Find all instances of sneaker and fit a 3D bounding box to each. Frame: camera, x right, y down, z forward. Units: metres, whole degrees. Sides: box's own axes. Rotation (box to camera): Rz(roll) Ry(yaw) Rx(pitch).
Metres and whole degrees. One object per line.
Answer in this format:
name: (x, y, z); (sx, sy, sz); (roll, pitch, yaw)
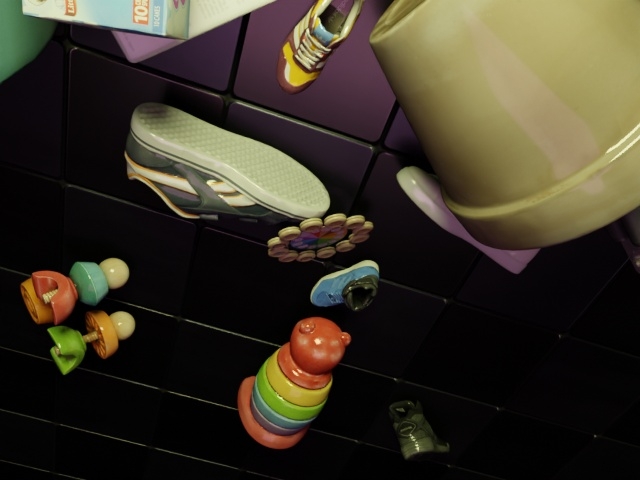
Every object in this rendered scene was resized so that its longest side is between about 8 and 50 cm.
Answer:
sneaker: (-0.148, -0.094, 0.805); (0.321, 0.126, 0.127); (24, 129, -13)
sneaker: (0.255, -0.062, 0.813); (0.290, 0.106, 0.123); (28, 115, -24)
sneaker: (-0.007, -0.275, 0.691); (0.070, 0.084, 0.185); (29, 122, -14)
sneaker: (0.042, 0.101, 0.942); (0.152, 0.084, 0.058); (-27, 118, 21)
sneaker: (0.228, 0.437, 1.166); (0.087, 0.130, 0.227); (-28, 145, 16)

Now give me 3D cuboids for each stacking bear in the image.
stacking bear: (-0.044, 0.273, 1.033); (0.175, 0.164, 0.289); (22, 119, -10)

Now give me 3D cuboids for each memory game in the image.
memory game: (0.000, 0.000, 0.857); (0.186, 0.012, 0.186); (-11, 160, -4)

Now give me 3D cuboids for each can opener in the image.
can opener: (0.523, -0.039, 0.828); (0.095, 0.076, 0.283); (-43, 115, -7)

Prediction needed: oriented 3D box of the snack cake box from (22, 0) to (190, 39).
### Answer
snack cake box: (-0.210, -0.352, 0.508); (0.152, 0.089, 0.264); (8, 109, 0)

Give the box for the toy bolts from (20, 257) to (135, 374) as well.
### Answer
toy bolts: (-0.469, 0.110, 0.998); (0.218, 0.158, 0.228); (47, 137, 22)

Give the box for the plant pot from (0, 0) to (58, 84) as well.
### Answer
plant pot: (-0.433, -0.307, 0.616); (0.166, 0.234, 0.165); (8, 124, -1)

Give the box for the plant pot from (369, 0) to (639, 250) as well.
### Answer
plant pot: (0.216, -0.196, 0.586); (0.280, 0.323, 0.323); (41, 118, -19)

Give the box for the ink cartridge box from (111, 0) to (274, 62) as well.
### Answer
ink cartridge box: (-0.137, -0.440, 0.613); (0.385, 0.091, 0.308); (-24, 120, 0)
